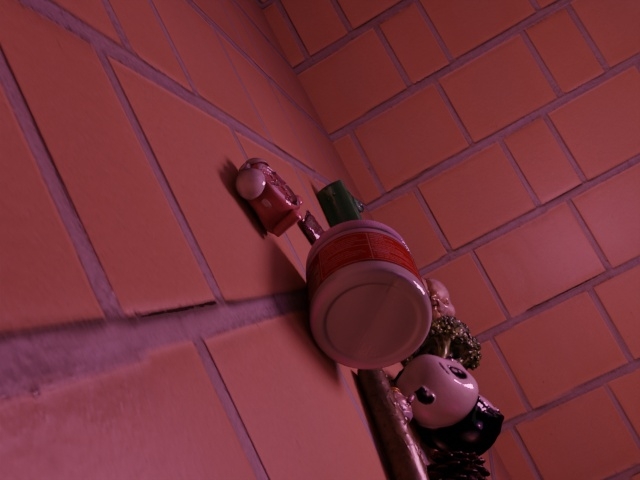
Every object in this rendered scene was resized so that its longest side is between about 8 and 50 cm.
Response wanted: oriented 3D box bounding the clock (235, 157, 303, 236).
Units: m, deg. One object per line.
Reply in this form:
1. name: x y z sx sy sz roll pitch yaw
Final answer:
1. clock: -0.121 -0.099 1.319 0.162 0.093 0.166 49 14 -15

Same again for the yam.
1. yam: 0.164 0.430 1.304 0.083 0.083 0.371 49 16 -49

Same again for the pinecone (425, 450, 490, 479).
1. pinecone: 0.322 0.590 1.440 0.163 0.163 0.165 52 35 -40

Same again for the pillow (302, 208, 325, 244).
1. pillow: 0.000 0.000 1.736 0.185 0.043 0.118 54 18 -17

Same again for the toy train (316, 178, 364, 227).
1. toy train: 0.106 -0.064 2.201 0.202 0.120 0.300 37 27 -58

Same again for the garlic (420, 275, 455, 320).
1. garlic: 0.360 0.206 2.184 0.281 0.184 0.203 33 -20 1

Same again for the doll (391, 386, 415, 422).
1. doll: 0.199 0.409 1.491 0.073 0.084 0.127 56 4 -20

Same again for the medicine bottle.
1. medicine bottle: 0.096 0.114 1.314 0.252 0.253 0.240 56 12 -25

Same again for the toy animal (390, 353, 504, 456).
1. toy animal: 0.352 0.461 1.722 0.310 0.251 0.251 44 16 -20

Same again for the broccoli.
1. broccoli: 0.407 0.403 2.066 0.288 0.260 0.235 63 -24 -9
